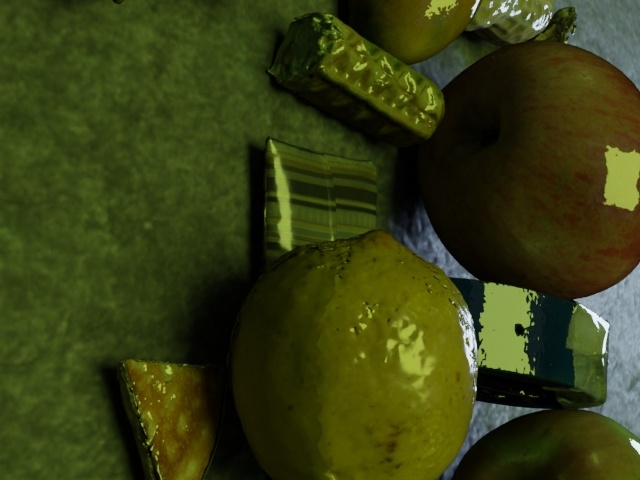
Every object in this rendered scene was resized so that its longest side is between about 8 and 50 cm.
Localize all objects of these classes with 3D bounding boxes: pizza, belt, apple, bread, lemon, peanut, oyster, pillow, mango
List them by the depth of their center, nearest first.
[{"bbox_3d":[-0.158,0.178,1.405,0.176,0.036,0.184,44,49,-46],"label":"pizza"},{"bbox_3d":[0.033,0.141,1.475,0.258,0.258,0.310,-13,104,-55],"label":"lemon"},{"bbox_3d":[0.000,0.000,1.644,0.208,0.052,0.212,9,82,-54],"label":"pillow"},{"bbox_3d":[0.055,-0.183,1.705,0.269,0.087,0.098,24,96,-49],"label":"bread"},{"bbox_3d":[0.124,-0.336,1.778,0.139,0.176,0.254,136,-41,-84],"label":"mango"},{"bbox_3d":[0.217,0.130,1.795,0.347,0.212,0.117,18,69,-40],"label":"belt"},{"bbox_3d":[0.309,0.376,1.823,0.277,0.319,0.319,45,51,-42],"label":"apple"},{"bbox_3d":[0.269,-0.093,1.825,0.269,0.345,0.344,13,73,-22],"label":"apple"},{"bbox_3d":[0.236,-0.341,1.976,0.298,0.120,0.136,5,85,-58],"label":"peanut"},{"bbox_3d":[0.321,-0.282,2.128,0.072,0.133,0.209,31,54,-1],"label":"oyster"}]

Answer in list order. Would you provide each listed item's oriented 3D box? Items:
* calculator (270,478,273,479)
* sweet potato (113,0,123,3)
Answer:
[{"bbox_3d":[0.030,0.242,1.587,0.021,0.161,0.261,100,2,-67],"label":"calculator"},{"bbox_3d":[-0.188,-0.300,1.413,0.069,0.059,0.249,91,8,-47],"label":"sweet potato"}]
